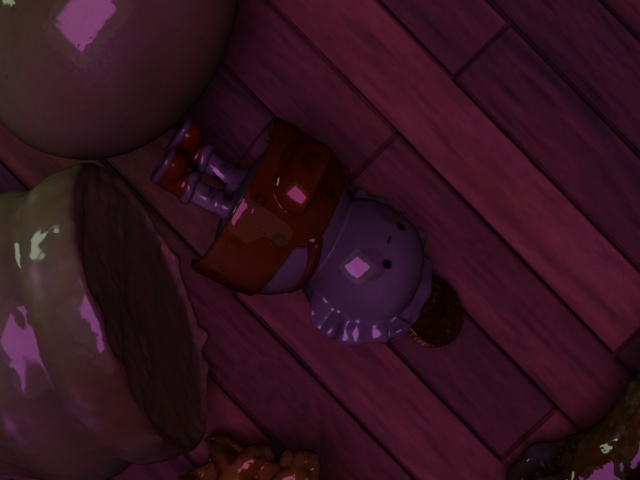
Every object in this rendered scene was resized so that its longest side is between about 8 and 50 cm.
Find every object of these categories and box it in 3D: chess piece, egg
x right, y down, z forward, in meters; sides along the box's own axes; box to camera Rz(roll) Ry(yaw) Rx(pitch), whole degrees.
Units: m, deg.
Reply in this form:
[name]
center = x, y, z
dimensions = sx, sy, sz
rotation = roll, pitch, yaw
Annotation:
[chess piece]
center = -0.327, 0.121, 1.064
dimensions = 0.442, 0.234, 0.234
rotation = -20, 93, 10
[egg]
center = -0.155, -0.182, 1.025
dimensions = 0.188, 0.188, 0.254
rotation = 25, 89, 2

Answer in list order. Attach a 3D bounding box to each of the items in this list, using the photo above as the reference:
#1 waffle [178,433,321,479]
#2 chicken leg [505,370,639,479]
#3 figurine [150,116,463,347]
[waffle]
center = -0.090, 0.286, 1.075
dimensions = 0.291, 0.051, 0.291
rotation = -15, 62, 31
[chicken leg]
center = 0.297, 0.093, 1.047
dimensions = 0.201, 0.152, 0.429
rotation = 46, 105, 12
[figurine]
center = -0.007, 0.002, 1.070
dimensions = 0.271, 0.143, 0.143
rotation = 40, 98, -25
